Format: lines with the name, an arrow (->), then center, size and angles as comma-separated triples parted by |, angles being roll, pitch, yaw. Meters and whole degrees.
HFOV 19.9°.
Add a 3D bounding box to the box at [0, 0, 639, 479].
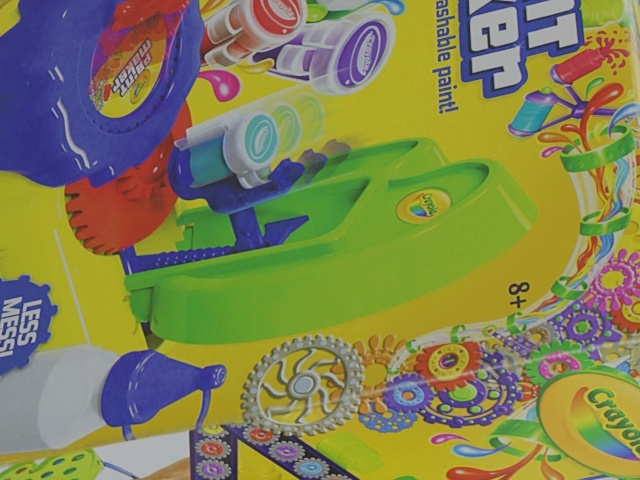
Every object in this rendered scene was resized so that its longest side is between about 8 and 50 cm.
box -> 0.000, 0.000, 0.687 | 0.279, 0.177, 0.290 | -13, 47, 15
